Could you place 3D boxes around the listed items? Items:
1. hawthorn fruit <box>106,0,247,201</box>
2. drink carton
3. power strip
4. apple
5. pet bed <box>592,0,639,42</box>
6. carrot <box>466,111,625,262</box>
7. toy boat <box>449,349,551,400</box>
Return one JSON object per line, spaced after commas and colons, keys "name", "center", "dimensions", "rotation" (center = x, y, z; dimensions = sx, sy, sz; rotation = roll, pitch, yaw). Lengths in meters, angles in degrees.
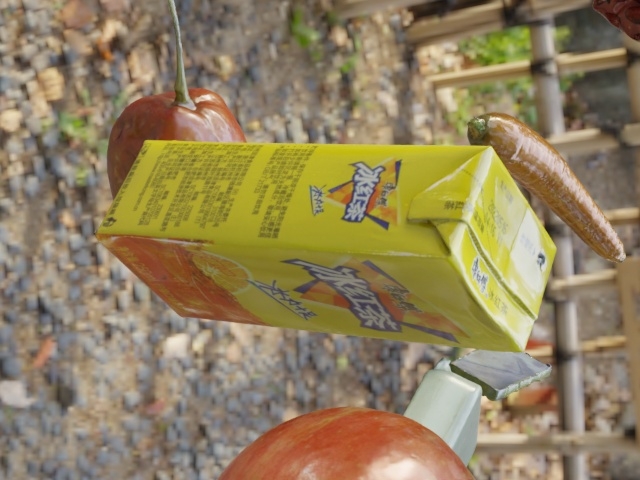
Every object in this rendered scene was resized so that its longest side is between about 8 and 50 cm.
{"name": "hawthorn fruit", "center": [-0.139, -0.131, 1.405], "dimensions": [0.165, 0.165, 0.285], "rotation": [-46, 155, -46]}
{"name": "drink carton", "center": [0.000, 0.000, 1.136], "dimensions": [0.154, 0.351, 0.111], "rotation": [49, 55, -45]}
{"name": "power strip", "center": [0.049, 0.215, 0.986], "dimensions": [0.270, 0.046, 0.118], "rotation": [-59, 159, -26]}
{"name": "apple", "center": [0.019, 0.206, 0.789], "dimensions": [0.164, 0.209, 0.209], "rotation": [-27, 109, -29]}
{"name": "pet bed", "center": [0.315, -0.257, 1.219], "dimensions": [0.053, 0.201, 0.201], "rotation": [-21, 103, -33]}
{"name": "carrot", "center": [0.249, -0.063, 1.482], "dimensions": [0.271, 0.066, 0.062], "rotation": [35, 91, -35]}
{"name": "toy boat", "center": [0.174, 0.125, 1.325], "dimensions": [0.115, 0.063, 0.016], "rotation": [-14, 127, -53]}
